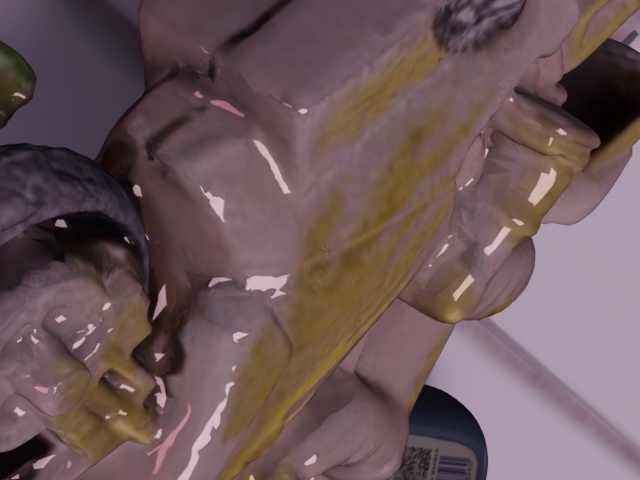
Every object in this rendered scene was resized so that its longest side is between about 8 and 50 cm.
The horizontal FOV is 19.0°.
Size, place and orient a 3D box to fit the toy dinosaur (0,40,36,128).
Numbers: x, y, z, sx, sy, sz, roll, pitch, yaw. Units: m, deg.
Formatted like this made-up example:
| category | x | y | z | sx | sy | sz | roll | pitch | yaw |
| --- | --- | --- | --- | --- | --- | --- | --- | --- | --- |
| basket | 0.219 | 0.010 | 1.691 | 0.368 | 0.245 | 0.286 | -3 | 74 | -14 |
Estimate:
| category | x | y | z | sx | sy | sz | roll | pitch | yaw |
| --- | --- | --- | --- | --- | --- | --- | --- | --- | --- |
| toy dinosaur | -0.197 | -0.120 | 0.444 | 0.447 | 0.087 | 0.301 | -47 | 114 | -2 |

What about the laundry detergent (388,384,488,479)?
| category | x | y | z | sx | sy | sz | roll | pitch | yaw |
| --- | --- | --- | --- | --- | --- | --- | --- | --- | --- |
| laundry detergent | -0.038 | 0.087 | 0.679 | 0.206 | 0.061 | 0.096 | 12 | 117 | -37 |

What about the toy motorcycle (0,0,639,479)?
| category | x | y | z | sx | sy | sz | roll | pitch | yaw |
| --- | --- | --- | --- | --- | --- | --- | --- | --- | --- |
| toy motorcycle | 0.000 | 0.000 | 0.568 | 0.341 | 0.108 | 0.223 | -38 | 148 | -32 |
